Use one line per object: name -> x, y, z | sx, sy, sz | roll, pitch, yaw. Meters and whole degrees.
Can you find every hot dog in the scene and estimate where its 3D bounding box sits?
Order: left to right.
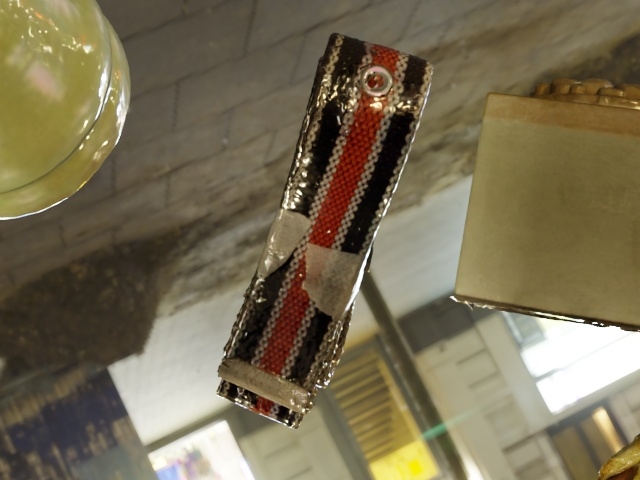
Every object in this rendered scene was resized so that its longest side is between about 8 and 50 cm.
hot dog -> 0.304, 0.199, 1.059 | 0.169, 0.061, 0.078 | -28, -168, -14

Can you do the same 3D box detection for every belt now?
belt -> 0.000, 0.000, 0.966 | 0.126, 0.094, 0.359 | -58, 169, -57

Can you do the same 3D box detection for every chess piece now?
chess piece -> -0.311, -0.189, 0.921 | 0.234, 0.234, 0.442 | -27, 162, -1

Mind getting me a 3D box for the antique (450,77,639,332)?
antique -> 0.169, -0.017, 0.717 | 0.146, 0.148, 0.152 | 8, 178, 16
